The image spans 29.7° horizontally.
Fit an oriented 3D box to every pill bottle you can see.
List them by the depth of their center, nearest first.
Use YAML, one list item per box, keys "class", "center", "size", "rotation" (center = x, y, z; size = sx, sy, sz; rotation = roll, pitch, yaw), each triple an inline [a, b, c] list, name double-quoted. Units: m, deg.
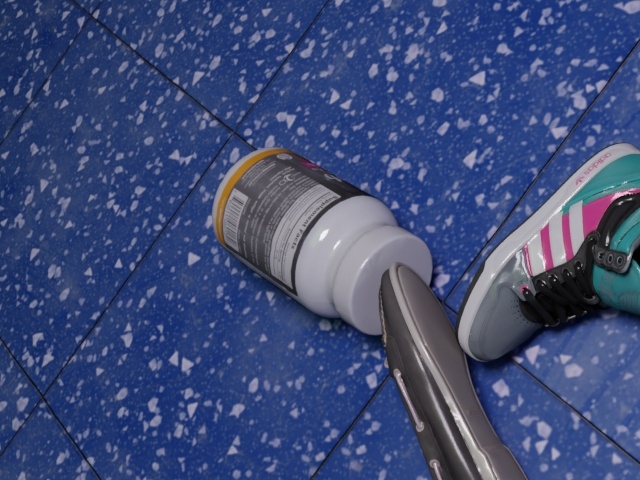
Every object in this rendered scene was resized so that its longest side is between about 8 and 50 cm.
- class: "pill bottle"
  center: [0.000, 0.000, 1.512]
  size: [0.278, 0.162, 0.162]
  rotation: [32, 90, 43]

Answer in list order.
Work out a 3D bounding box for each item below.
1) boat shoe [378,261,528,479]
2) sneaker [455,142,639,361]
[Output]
- class: "boat shoe"
  center: [0.124, 0.183, 1.332]
  size: [0.095, 0.112, 0.335]
  rotation: [-36, 64, 24]
- class: "sneaker"
  center: [0.289, 0.048, 1.289]
  size: [0.295, 0.123, 0.178]
  rotation: [-49, 38, 7]
